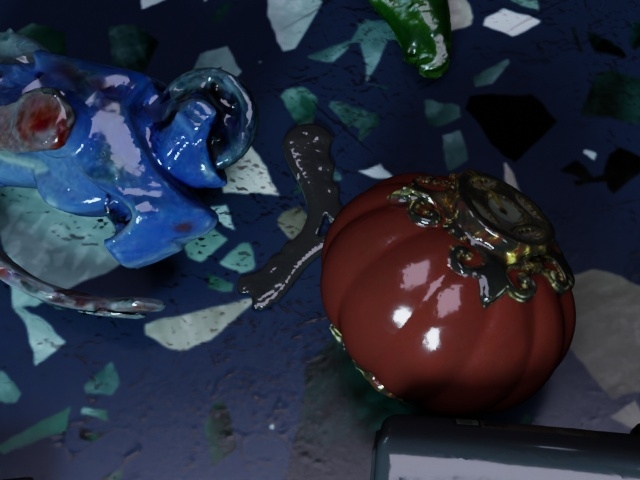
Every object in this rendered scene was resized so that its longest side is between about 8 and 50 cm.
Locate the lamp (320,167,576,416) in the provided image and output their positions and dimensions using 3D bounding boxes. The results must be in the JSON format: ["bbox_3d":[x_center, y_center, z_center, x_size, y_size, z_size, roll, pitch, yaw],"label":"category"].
[{"bbox_3d":[0.104,0.048,0.988,0.226,0.227,0.227,-2,65,3],"label":"lamp"}]

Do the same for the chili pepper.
[{"bbox_3d":[0.083,-0.262,1.209,0.108,0.062,0.216,-17,65,3],"label":"chili pepper"}]

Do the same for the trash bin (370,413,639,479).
[{"bbox_3d":[0.178,0.221,0.882,0.290,0.209,0.182,6,86,5],"label":"trash bin"}]

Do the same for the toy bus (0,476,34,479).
[{"bbox_3d":[-0.326,0.241,0.997,0.171,0.072,0.058,-8,66,-2],"label":"toy bus"}]

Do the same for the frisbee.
[{"bbox_3d":[0.000,0.000,1.118,0.211,0.012,0.187,40,74,18],"label":"frisbee"}]

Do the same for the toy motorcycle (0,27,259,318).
[{"bbox_3d":[-0.219,-0.062,1.102,0.319,0.241,0.182,13,26,16],"label":"toy motorcycle"}]
